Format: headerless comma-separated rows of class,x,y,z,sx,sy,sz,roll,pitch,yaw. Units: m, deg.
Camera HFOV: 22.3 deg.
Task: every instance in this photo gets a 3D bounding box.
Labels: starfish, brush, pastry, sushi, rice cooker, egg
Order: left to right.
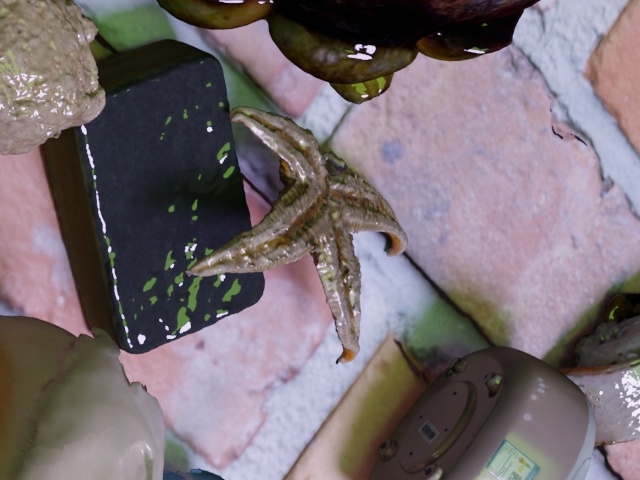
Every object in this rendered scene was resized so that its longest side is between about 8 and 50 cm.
pastry,-0.207,0.159,0.965,0.133,0.265,0.265,36,79,-35
egg,-0.197,-0.114,0.978,0.118,0.116,0.140,-29,122,4
brush,-0.111,-0.027,1.100,0.123,0.059,0.197,-25,116,-30
starfish,0.001,0.001,1.153,0.247,0.050,0.138,34,61,-50
rice cooker,0.124,0.180,1.281,0.127,0.145,0.206,45,79,-23
sushi,0.310,0.102,1.420,0.273,0.109,0.134,-16,112,-33

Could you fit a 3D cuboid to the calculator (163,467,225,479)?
calculator,-0.122,0.299,1.163,0.173,0.051,0.293,-20,120,-39

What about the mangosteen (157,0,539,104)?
mangosteen,0.040,-0.260,1.020,0.330,0.330,0.330,-10,108,-35
